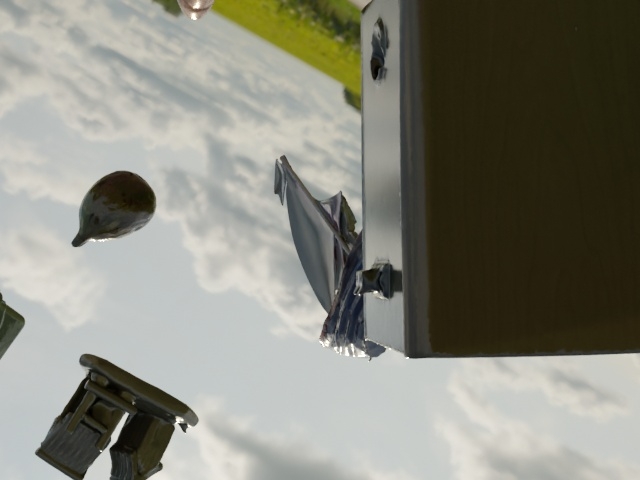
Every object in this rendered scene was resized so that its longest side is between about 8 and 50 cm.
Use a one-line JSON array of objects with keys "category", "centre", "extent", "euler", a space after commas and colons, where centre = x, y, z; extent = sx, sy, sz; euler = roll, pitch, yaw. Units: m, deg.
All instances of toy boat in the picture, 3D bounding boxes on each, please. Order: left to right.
[{"category": "toy boat", "centre": [0.004, 0.029, 1.200], "extent": [0.072, 0.219, 0.318], "euler": [-11, -156, -30]}]

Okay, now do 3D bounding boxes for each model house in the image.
[{"category": "model house", "centre": [-0.327, 0.293, 1.493], "extent": [0.229, 0.188, 0.122], "euler": [37, 170, -29]}]

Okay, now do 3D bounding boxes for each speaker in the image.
[{"category": "speaker", "centre": [0.116, -0.050, 0.589], "extent": [0.193, 0.230, 0.153], "euler": [0, 179, -7]}]

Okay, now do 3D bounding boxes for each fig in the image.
[{"category": "fig", "centre": [-0.335, -0.042, 1.525], "extent": [0.103, 0.154, 0.109], "euler": [32, 168, 47]}]

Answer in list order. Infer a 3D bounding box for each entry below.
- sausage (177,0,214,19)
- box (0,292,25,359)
[{"category": "sausage", "centre": [-0.215, -0.578, 1.896], "extent": [0.094, 0.094, 0.419], "euler": [36, 151, -4]}, {"category": "box", "centre": [-0.571, 0.156, 1.571], "extent": [0.124, 0.172, 0.093], "euler": [23, 164, 41]}]
